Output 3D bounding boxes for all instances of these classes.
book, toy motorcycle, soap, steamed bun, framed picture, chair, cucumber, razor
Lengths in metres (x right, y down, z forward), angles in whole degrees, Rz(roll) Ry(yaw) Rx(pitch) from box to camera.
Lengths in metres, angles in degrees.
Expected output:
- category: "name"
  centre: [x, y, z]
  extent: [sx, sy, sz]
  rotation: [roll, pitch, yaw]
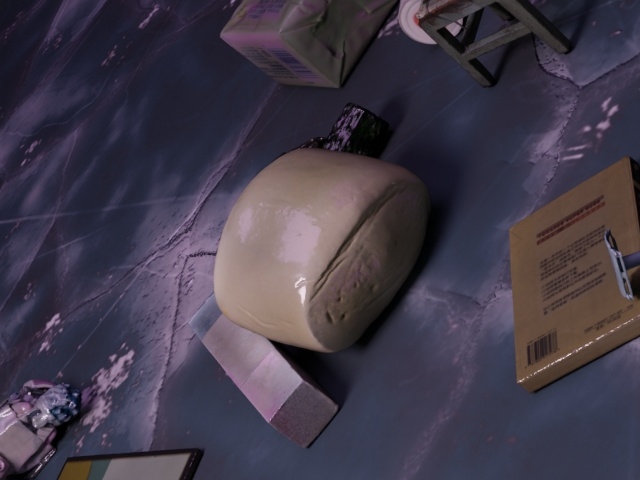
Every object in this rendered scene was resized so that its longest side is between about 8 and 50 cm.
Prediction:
- category: "book"
  centre: [0.259, 0.032, 1.611]
  extent: [0.161, 0.026, 0.231]
  rotation: [-33, 33, 30]
- category: "toy motorcycle"
  centre: [-0.417, 0.264, 2.255]
  extent: [0.204, 0.108, 0.239]
  rotation: [-31, 34, 33]
- category: "soap"
  centre: [-0.014, -0.329, 2.334]
  extent: [0.182, 0.138, 0.199]
  rotation: [-58, 29, -11]
- category: "steamed bun"
  centre: [0.000, 0.000, 1.864]
  extent: [0.200, 0.155, 0.250]
  rotation: [15, 65, 41]
- category: "framed picture"
  centre: [-0.289, 0.376, 2.034]
  extent: [0.324, 0.013, 0.244]
  rotation: [-14, 46, 51]
- category: "chair"
  centre: [0.175, -0.326, 1.906]
  extent: [0.147, 0.270, 0.136]
  rotation: [-20, 42, 44]
- category: "cucumber"
  centre: [-0.009, -0.043, 2.063]
  extent: [0.293, 0.067, 0.067]
  rotation: [-59, 28, -11]
- category: "razor"
  centre: [0.334, 0.002, 1.490]
  extent: [0.135, 0.068, 0.040]
  rotation: [-20, 40, 6]

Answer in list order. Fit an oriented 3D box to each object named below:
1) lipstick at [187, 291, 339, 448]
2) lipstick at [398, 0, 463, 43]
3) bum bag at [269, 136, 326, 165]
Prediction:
- category: "lipstick"
  centre: [-0.073, 0.146, 1.927]
  extent: [0.068, 0.066, 0.317]
  rotation: [-50, 27, 0]
- category: "lipstick"
  centre: [0.165, -0.405, 2.213]
  extent: [0.087, 0.087, 0.327]
  rotation: [-30, 34, 35]
- category: "bum bag"
  centre: [-0.060, -0.037, 2.122]
  extent: [0.248, 0.069, 0.102]
  rotation: [-63, 17, -13]
